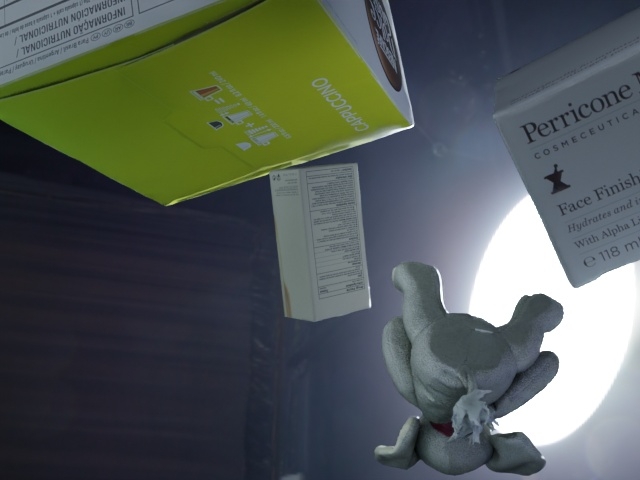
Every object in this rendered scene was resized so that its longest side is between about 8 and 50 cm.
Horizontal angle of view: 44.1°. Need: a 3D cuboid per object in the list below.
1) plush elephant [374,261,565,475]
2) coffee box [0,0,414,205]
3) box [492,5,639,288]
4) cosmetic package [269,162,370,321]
[{"bbox_3d":[0.213,0.238,1.204,0.330,0.271,0.256,-73,172,-49],"label":"plush elephant"},{"bbox_3d":[-0.126,-0.272,0.839,0.337,0.338,0.335,33,45,-64],"label":"coffee box"},{"bbox_3d":[0.214,-0.081,0.501,0.119,0.180,0.182,61,20,-10],"label":"box"},{"bbox_3d":[0.000,0.000,0.606,0.041,0.060,0.115,2,-82,52],"label":"cosmetic package"}]
